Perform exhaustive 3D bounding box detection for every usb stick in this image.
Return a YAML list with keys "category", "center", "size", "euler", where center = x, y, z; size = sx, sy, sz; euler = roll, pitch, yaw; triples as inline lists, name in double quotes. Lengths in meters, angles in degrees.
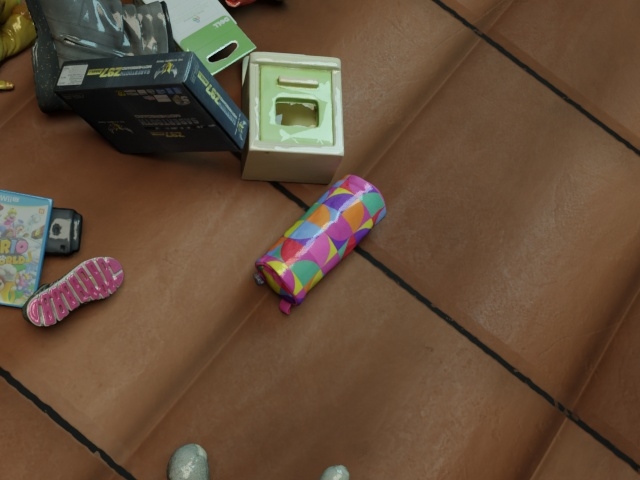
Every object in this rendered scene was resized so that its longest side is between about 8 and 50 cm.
- category: "usb stick"
  center: [-0.502, -0.021, 1.273]
  size: [0.278, 0.045, 0.077]
  euler: [4, 73, -10]

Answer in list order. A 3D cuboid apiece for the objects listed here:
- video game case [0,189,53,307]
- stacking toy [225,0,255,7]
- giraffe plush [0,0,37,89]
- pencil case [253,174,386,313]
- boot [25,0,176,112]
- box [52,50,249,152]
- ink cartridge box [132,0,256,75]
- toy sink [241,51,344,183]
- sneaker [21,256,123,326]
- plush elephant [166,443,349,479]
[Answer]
- category: "video game case"
  center: [-0.468, 0.010, 1.248]
  size: [0.119, 0.015, 0.166]
  euler: [10, 92, -10]
- category: "stacking toy"
  center: [-0.151, -0.570, 1.423]
  size: [0.130, 0.279, 0.309]
  euler: [-24, 72, -20]
- category: "giraffe plush"
  center: [-0.544, -0.348, 1.317]
  size: [0.181, 0.170, 0.210]
  euler: [13, 68, -7]
- category: "pencil case"
  center: [0.000, 0.000, 1.341]
  size: [0.104, 0.104, 0.236]
  euler: [43, 70, 6]
- category: "boot"
  center: [-0.348, -0.369, 1.339]
  size: [0.222, 0.118, 0.338]
  euler: [-6, 114, -13]
- category: "box"
  center: [-0.249, -0.199, 1.266]
  size: [0.232, 0.183, 0.059]
  euler: [3, 67, 24]
- category: "ink cartridge box"
  center: [-0.216, -0.364, 1.446]
  size: [0.109, 0.062, 0.209]
  euler: [-36, 81, -21]
- category: "toy sink"
  center: [-0.049, -0.226, 1.392]
  size: [0.152, 0.131, 0.234]
  euler: [3, 70, -10]
- category: "sneaker"
  center: [-0.371, 0.075, 1.256]
  size: [0.170, 0.074, 0.063]
  euler: [-36, 107, -41]
- category: "plush elephant"
  center: [-0.022, 0.409, 1.102]
  size: [0.255, 0.272, 0.330]
  euler: [-25, 105, -5]
